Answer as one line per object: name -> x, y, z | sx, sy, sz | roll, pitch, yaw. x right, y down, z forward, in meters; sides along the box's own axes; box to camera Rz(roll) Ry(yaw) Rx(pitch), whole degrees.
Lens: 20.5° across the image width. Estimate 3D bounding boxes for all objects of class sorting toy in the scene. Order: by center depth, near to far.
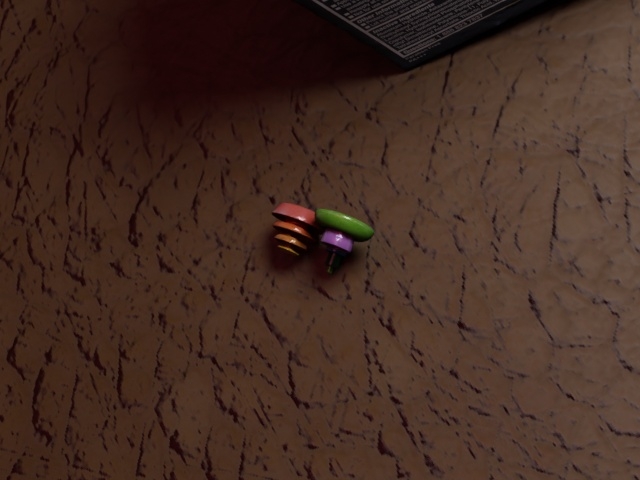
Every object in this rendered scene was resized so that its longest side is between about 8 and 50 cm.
sorting toy -> 0.000, 0.000, 1.453 | 0.102, 0.061, 0.042 | 12, 78, 48

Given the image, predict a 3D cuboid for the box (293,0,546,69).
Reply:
box -> 0.094, -0.306, 1.353 | 0.296, 0.294, 0.183 | -25, 66, 25
